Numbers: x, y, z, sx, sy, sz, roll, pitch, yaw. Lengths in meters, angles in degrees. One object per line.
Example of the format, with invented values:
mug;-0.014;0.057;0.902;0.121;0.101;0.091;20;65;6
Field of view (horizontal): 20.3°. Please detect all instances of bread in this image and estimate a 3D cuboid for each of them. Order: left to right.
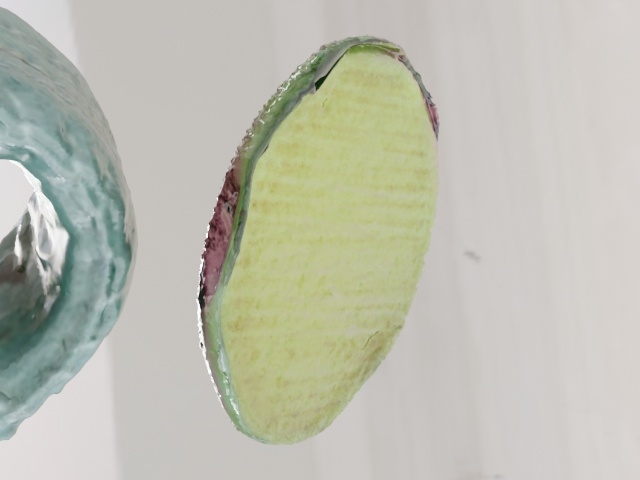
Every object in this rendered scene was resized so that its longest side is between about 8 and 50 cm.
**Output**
bread;0.000;0.000;0.958;0.033;0.228;0.229;16;-78;26

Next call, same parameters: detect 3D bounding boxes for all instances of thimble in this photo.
thimble;-0.200;-0.004;0.955;0.143;0.198;0.235;-122;-149;-55
